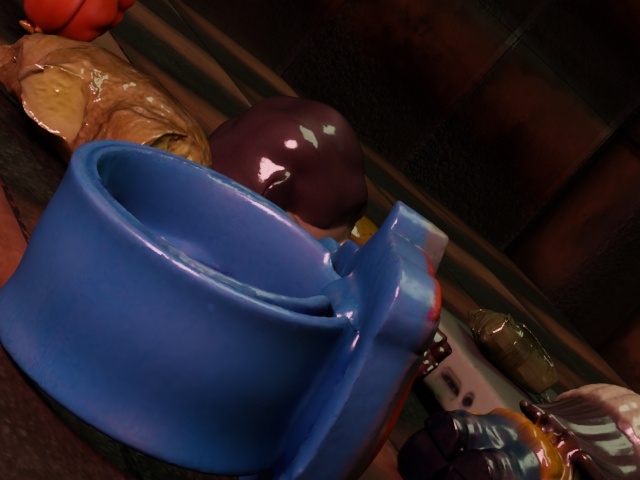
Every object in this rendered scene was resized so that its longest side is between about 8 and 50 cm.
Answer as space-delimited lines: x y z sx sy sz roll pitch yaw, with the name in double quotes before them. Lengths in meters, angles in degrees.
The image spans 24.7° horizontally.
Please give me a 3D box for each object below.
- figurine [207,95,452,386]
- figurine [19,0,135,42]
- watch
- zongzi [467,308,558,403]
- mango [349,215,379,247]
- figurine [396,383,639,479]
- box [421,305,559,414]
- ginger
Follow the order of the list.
"figurine" -0.010 0.012 1.651 0.218 0.206 0.365 -29 94 -52
"figurine" -0.334 -0.351 1.887 0.257 0.181 0.208 55 -15 28
"watch" -0.078 0.032 1.051 0.274 0.241 0.305 25 14 -18
"zongzi" 0.251 0.148 1.847 0.154 0.062 0.130 46 -4 -11
"mango" 0.040 0.030 1.864 0.138 0.113 0.253 42 1 31
"figurine" 0.245 0.227 1.494 0.332 0.204 0.185 31 17 -50
"box" 0.266 0.248 1.872 0.373 0.090 0.367 35 10 -35
"ginger" -0.219 -0.131 1.459 0.270 0.123 0.219 46 12 24
